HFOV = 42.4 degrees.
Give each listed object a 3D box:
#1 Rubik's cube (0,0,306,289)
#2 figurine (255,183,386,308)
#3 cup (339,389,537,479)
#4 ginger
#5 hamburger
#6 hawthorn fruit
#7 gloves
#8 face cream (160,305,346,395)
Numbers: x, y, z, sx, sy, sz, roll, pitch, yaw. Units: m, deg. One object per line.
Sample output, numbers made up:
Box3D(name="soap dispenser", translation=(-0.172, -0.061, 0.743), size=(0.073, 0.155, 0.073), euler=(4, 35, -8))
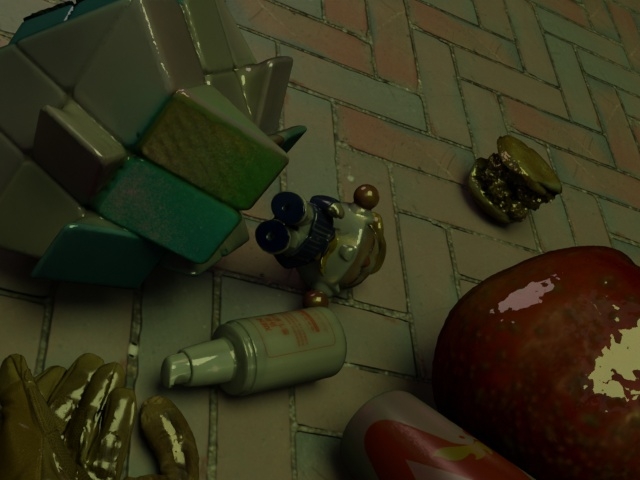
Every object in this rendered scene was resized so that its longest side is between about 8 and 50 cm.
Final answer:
Box3D(name="Rubik's cube", translation=(-0.217, -0.131, 1.010), size=(0.358, 0.387, 0.368), euler=(-43, 118, -66))
Box3D(name="figurine", translation=(-0.006, 0.009, 1.169), size=(0.133, 0.193, 0.274), euler=(25, 21, 29))
Box3D(name="cup", translation=(0.153, 0.309, 0.987), size=(0.203, 0.203, 0.288), euler=(2, 20, -34))
Box3D(name="ginger", translation=(-0.183, 0.275, 0.937), size=(0.133, 0.059, 0.214), euler=(1, 58, -39))
Box3D(name="hamburger", translation=(0.369, -0.110, 1.577), size=(0.185, 0.131, 0.159), euler=(20, 39, -30))
Box3D(name="hawthorn fruit", translation=(0.365, 0.174, 1.134), size=(0.403, 0.403, 0.402), euler=(19, 48, -22))
Box3D(name="gloves", translation=(-0.269, 0.228, 0.834), size=(0.154, 0.141, 0.331), euler=(17, 15, -23))
Box3D(name="face cream", translation=(-0.091, 0.149, 1.070), size=(0.252, 0.101, 0.101), euler=(-5, 60, -37))
